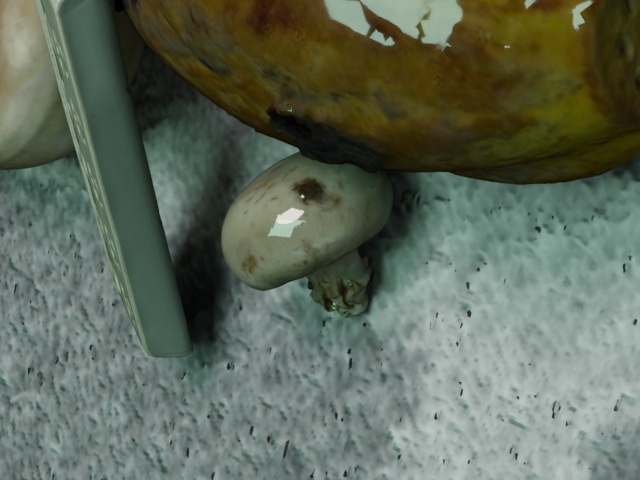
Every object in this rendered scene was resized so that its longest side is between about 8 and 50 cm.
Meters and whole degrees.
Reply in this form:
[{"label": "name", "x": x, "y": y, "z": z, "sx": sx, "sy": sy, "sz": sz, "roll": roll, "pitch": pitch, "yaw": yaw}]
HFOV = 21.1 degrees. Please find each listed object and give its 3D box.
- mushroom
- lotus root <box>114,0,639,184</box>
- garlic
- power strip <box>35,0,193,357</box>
[{"label": "mushroom", "x": 0.000, "y": 0.000, "z": 0.794, "sx": 0.085, "sy": 0.085, "sz": 0.079, "roll": -23, "pitch": 104, "yaw": 34}, {"label": "lotus root", "x": 0.034, "y": -0.114, "z": 0.710, "sx": 0.291, "sy": 0.193, "sz": 0.193, "roll": 28, "pitch": 101, "yaw": 38}, {"label": "garlic", "x": -0.144, "y": -0.147, "z": 0.890, "sx": 0.228, "sy": 0.110, "sz": 0.217, "roll": -23, "pitch": 65, "yaw": 56}, {"label": "power strip", "x": -0.099, "y": -0.048, "z": 0.801, "sx": 0.060, "sy": 0.027, "sz": 0.253, "roll": -124, "pitch": 19, "yaw": -53}]
